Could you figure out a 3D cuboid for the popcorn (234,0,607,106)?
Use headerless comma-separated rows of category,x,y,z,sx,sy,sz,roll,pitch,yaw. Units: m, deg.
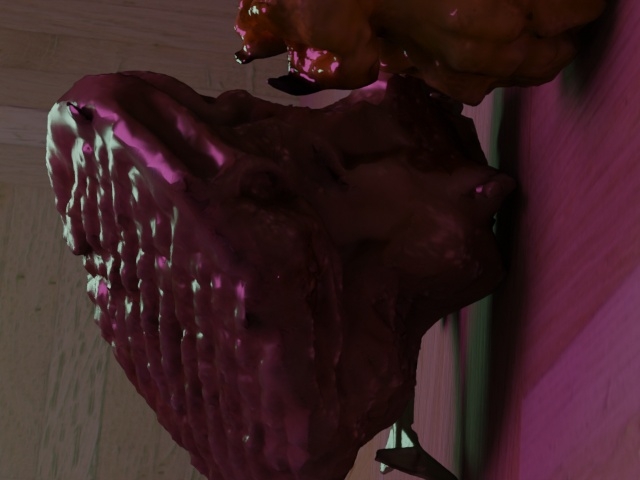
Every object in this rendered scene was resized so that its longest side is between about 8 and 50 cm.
popcorn,0.045,-0.147,0.970,0.168,0.195,0.173,-116,27,-67

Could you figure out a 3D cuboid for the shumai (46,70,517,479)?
shumai,0.000,0.000,1.195,0.267,0.262,0.314,27,138,46

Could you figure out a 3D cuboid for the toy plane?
toy plane,0.059,0.046,1.312,0.108,0.092,0.286,-40,36,46
